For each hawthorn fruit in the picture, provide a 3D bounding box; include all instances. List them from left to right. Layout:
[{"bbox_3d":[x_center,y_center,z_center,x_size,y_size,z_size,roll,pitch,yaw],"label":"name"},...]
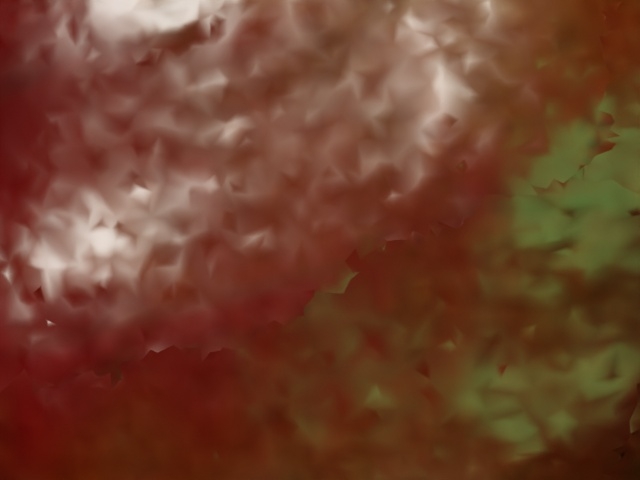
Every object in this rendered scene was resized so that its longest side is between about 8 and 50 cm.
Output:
[{"bbox_3d":[0.015,0.008,0.563,0.311,0.295,0.295,-27,104,-18],"label":"hawthorn fruit"}]
